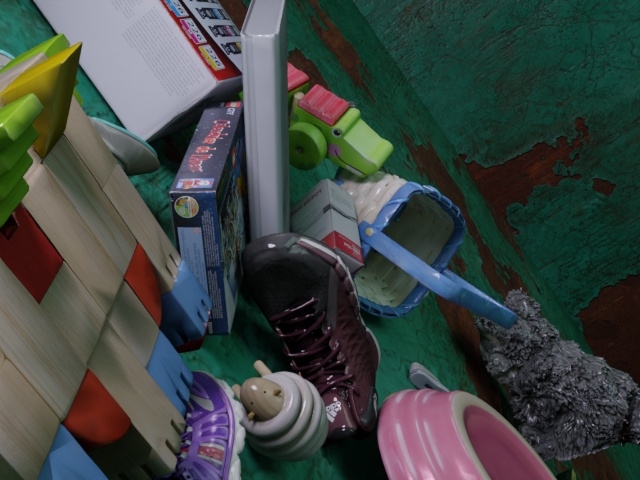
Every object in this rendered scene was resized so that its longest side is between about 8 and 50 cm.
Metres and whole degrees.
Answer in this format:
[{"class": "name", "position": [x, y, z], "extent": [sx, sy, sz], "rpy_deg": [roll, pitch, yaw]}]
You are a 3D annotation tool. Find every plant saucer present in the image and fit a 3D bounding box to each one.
[{"class": "plant saucer", "position": [0.204, 0.297, 0.944], "extent": [0.332, 0.084, 0.332], "rpy_deg": [44, 16, -16]}]

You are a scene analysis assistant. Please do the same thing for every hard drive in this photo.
[{"class": "hard drive", "position": [-0.059, -0.113, 0.964], "extent": [0.203, 0.040, 0.307], "rpy_deg": [-89, 179, -61]}]

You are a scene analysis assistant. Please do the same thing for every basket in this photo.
[{"class": "basket", "position": [0.133, 0.026, 1.197], "extent": [0.289, 0.201, 0.255], "rpy_deg": [32, 2, 38]}]

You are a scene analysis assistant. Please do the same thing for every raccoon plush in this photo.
[{"class": "raccoon plush", "position": [0.499, 0.219, 1.533], "extent": [0.216, 0.446, 0.299], "rpy_deg": [-23, 93, -57]}]

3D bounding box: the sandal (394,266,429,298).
[{"class": "sandal", "position": [0.143, 0.018, 1.470], "extent": [0.265, 0.076, 0.102], "rpy_deg": [39, 26, -42]}]

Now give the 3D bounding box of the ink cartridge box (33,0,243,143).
[{"class": "ink cartridge box", "position": [-0.217, -0.295, 1.012], "extent": [0.309, 0.130, 0.272], "rpy_deg": [54, 18, -6]}]

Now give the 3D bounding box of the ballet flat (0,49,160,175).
[{"class": "ballet flat", "position": [-0.240, -0.094, 0.763], "extent": [0.213, 0.072, 0.068], "rpy_deg": [35, 56, -45]}]

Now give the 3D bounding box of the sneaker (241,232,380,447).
[{"class": "sneaker", "position": [0.006, 0.125, 0.891], "extent": [0.162, 0.106, 0.281], "rpy_deg": [-95, 158, -43]}]

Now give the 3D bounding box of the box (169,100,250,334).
[{"class": "box", "position": [-0.108, -0.032, 0.868], "extent": [0.233, 0.044, 0.159], "rpy_deg": [-86, 175, -60]}]

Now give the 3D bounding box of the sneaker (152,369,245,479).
[{"class": "sneaker", "position": [-0.102, 0.174, 0.655], "extent": [0.071, 0.068, 0.170], "rpy_deg": [32, 31, -40]}]

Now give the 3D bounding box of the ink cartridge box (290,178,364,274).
[{"class": "ink cartridge box", "position": [0.000, 0.000, 1.096], "extent": [0.056, 0.099, 0.135], "rpy_deg": [31, 35, -31]}]

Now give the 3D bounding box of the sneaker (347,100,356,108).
[{"class": "sneaker", "position": [0.039, -0.260, 1.673], "extent": [0.061, 0.065, 0.158], "rpy_deg": [53, 19, -11]}]

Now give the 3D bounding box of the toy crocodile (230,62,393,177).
[{"class": "toy crocodile", "position": [-0.050, -0.201, 1.169], "extent": [0.340, 0.105, 0.115], "rpy_deg": [34, 45, 11]}]

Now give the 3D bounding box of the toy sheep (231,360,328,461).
[{"class": "toy sheep", "position": [-0.035, 0.170, 0.795], "extent": [0.132, 0.091, 0.091], "rpy_deg": [46, 22, -44]}]

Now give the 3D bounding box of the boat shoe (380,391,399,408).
[{"class": "boat shoe", "position": [0.132, 0.278, 1.068], "extent": [0.170, 0.063, 0.059], "rpy_deg": [50, 22, 5]}]

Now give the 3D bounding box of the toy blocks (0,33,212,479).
[{"class": "toy blocks", "position": [-0.182, 0.056, 0.524], "extent": [0.261, 0.191, 0.381], "rpy_deg": [60, 16, -26]}]

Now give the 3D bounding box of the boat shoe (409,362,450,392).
[{"class": "boat shoe", "position": [0.173, 0.225, 1.286], "extent": [0.100, 0.035, 0.035], "rpy_deg": [41, 27, -23]}]

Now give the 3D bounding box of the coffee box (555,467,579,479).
[{"class": "coffee box", "position": [0.520, 0.547, 1.602], "extent": [0.184, 0.040, 0.113], "rpy_deg": [59, 19, 6]}]
